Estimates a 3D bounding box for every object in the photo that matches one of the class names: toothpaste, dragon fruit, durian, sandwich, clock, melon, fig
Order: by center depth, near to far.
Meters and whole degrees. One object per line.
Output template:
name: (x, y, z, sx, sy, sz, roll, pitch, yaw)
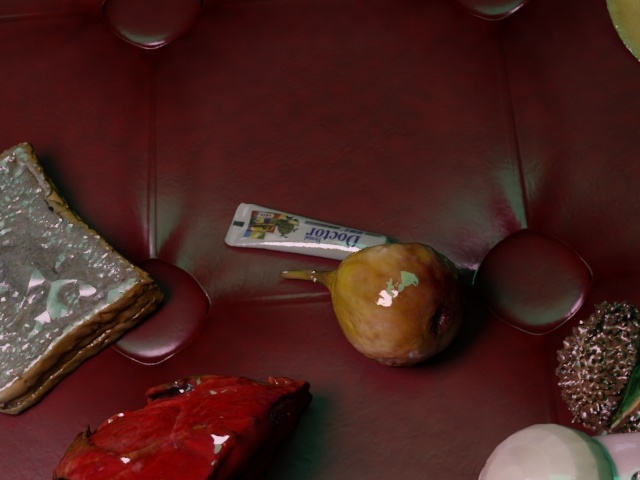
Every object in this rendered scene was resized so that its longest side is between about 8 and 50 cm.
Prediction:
clock: (0.314, 0.305, 1.506, 0.325, 0.342, 0.184, -3, 55, -6)
durian: (0.366, 0.172, 1.668, 0.196, 0.167, 0.196, -3, 70, 8)
dragon fruit: (-0.143, 0.269, 1.674, 0.302, 0.240, 0.330, 16, 37, 43)
fig: (0.055, 0.068, 1.774, 0.257, 0.159, 0.159, 14, 62, 33)
sandwich: (-0.400, 0.048, 1.824, 0.271, 0.099, 0.301, -39, 67, -16)
toothpaste: (0.000, 0.000, 1.859, 0.255, 0.037, 0.067, 11, 63, 14)
melon: (0.489, -0.286, 1.934, 0.064, 0.118, 0.209, -36, 76, -29)
